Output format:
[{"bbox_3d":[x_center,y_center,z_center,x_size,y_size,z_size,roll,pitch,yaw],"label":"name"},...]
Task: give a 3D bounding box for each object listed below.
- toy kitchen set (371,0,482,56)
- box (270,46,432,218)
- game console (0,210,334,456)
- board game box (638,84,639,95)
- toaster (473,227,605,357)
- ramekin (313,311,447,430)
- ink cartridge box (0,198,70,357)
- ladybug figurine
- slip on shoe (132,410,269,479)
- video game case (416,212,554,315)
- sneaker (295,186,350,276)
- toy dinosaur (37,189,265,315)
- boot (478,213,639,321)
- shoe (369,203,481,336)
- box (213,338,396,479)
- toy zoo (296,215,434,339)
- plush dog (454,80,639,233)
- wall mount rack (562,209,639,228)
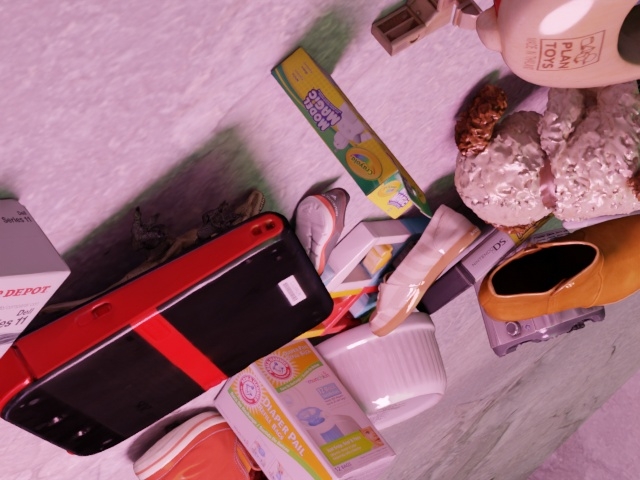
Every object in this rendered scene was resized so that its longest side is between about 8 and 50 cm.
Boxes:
[{"bbox_3d":[0.101,-0.211,1.636,0.075,0.068,0.083,-32,159,-19],"label":"toy kitchen set"},{"bbox_3d":[0.033,-0.090,1.618,0.043,0.179,0.105,-41,160,6],"label":"box"},{"bbox_3d":[-0.160,0.102,1.798,0.342,0.060,0.386,-31,164,-1],"label":"game console"},{"bbox_3d":[0.404,-0.141,2.301,0.186,0.026,0.126,-54,-170,35],"label":"board game box"},{"bbox_3d":[0.310,0.070,2.474,0.129,0.146,0.227,-23,174,36],"label":"toaster"},{"bbox_3d":[0.071,0.186,2.321,0.207,0.109,0.207,-20,164,-6],"label":"ramekin"},{"bbox_3d":[-0.330,0.067,1.455,0.208,0.087,0.153,-49,159,24],"label":"ink cartridge box"},{"bbox_3d":[0.345,-0.289,1.621,0.449,0.162,0.305,-20,156,-8],"label":"ladybug figurine"},{"bbox_3d":[-0.141,0.299,2.289,0.123,0.101,0.331,-40,159,7],"label":"slip on shoe"},{"bbox_3d":[0.244,-0.008,2.263,0.248,0.035,0.275,-40,177,-14],"label":"video game case"},{"bbox_3d":[0.000,0.000,1.944,0.065,0.061,0.158,-33,161,-36],"label":"sneaker"},{"bbox_3d":[-0.144,0.007,1.702,0.268,0.064,0.118,-24,162,-29],"label":"toy dinosaur"},{"bbox_3d":[0.339,0.029,2.196,0.295,0.104,0.211,-22,171,-5],"label":"boot"},{"bbox_3d":[0.117,0.038,2.156,0.219,0.058,0.076,-51,179,37],"label":"shoe"},{"bbox_3d":[-0.022,0.237,2.206,0.114,0.203,0.103,-16,150,-44],"label":"box"},{"bbox_3d":[0.053,0.047,2.180,0.192,0.030,0.293,-49,158,26],"label":"toy zoo"},{"bbox_3d":[0.266,-0.085,2.005,0.225,0.211,0.262,-12,133,8],"label":"plush dog"},{"bbox_3d":[0.497,-0.124,2.409,0.350,0.130,0.304,-33,159,-54],"label":"wall mount rack"}]
